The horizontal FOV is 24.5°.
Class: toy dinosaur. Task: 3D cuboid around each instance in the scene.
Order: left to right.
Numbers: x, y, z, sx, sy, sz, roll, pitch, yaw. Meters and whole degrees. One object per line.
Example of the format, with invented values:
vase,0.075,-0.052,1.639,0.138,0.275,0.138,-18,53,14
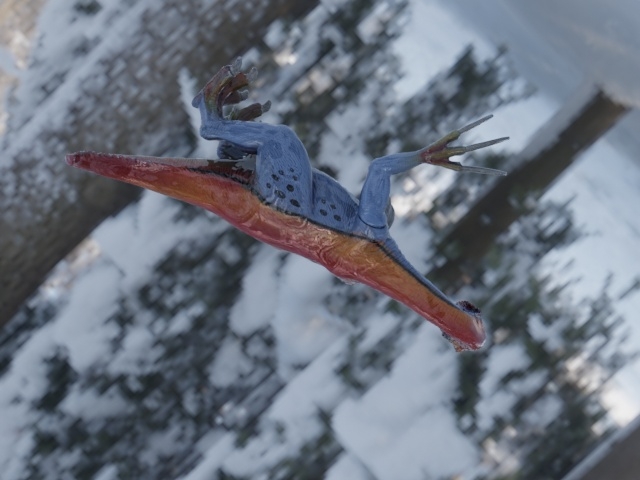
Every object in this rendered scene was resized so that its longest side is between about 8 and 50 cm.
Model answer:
toy dinosaur,0.000,0.000,0.346,0.082,0.090,0.047,56,164,19
